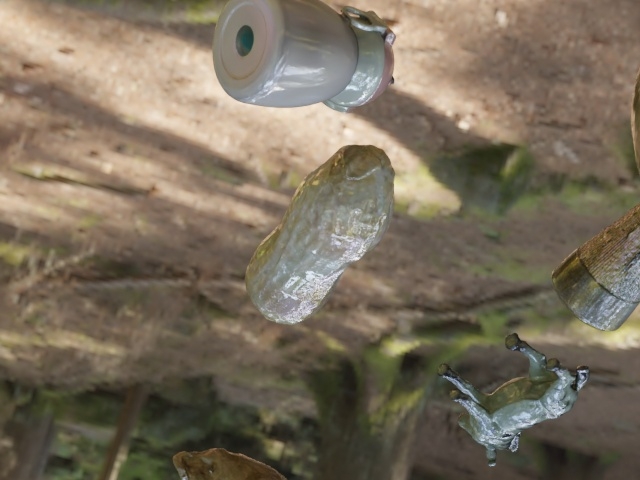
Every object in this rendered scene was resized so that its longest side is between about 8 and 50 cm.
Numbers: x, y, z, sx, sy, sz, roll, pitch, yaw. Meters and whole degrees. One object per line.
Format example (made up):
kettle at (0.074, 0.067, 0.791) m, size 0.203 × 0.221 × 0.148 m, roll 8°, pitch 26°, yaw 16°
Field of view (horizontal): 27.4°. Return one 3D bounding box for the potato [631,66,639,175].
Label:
potato at (0.268, -0.031, 0.617) m, size 0.173 × 0.210 × 0.307 m, roll 24°, pitch -165°, yaw -32°

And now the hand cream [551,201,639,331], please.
hand cream at (0.306, -0.009, 1.231) m, size 0.084 × 0.203 × 0.084 m, roll 27°, pitch -151°, yaw -16°

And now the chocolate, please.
chocolate at (0.000, 0.000, 1.729) m, size 0.134 × 0.134 × 0.309 m, roll 19°, pitch 129°, yaw -21°

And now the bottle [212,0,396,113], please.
bottle at (-0.005, -0.233, 1.650) m, size 0.236 × 0.148 × 0.147 m, roll 4°, pitch 180°, yaw -41°

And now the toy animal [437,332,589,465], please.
toy animal at (0.231, 0.193, 1.543) m, size 0.217 × 0.073 × 0.176 m, roll -25°, pitch 134°, yaw 33°

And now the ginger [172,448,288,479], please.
ginger at (-0.080, 0.362, 1.745) m, size 0.270 × 0.123 × 0.219 m, roll 52°, pitch 167°, yaw -5°
